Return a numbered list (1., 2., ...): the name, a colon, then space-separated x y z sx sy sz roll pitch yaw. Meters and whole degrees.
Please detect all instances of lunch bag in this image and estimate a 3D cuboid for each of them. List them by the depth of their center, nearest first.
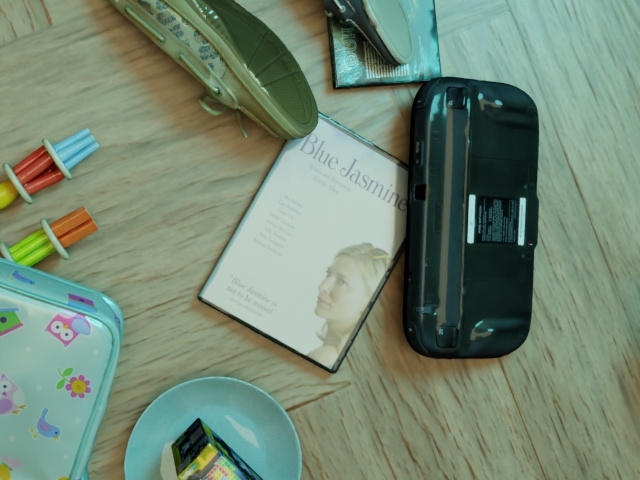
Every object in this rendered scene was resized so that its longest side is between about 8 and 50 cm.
1. lunch bag: -0.329 0.167 1.117 0.224 0.108 0.279 18 100 -15

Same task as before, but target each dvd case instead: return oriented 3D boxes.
1. dvd case: 0.000 0.000 1.226 0.180 0.022 0.253 30 86 -7

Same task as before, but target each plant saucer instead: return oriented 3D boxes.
1. plant saucer: -0.119 0.246 1.201 0.195 0.037 0.195 0 90 -8

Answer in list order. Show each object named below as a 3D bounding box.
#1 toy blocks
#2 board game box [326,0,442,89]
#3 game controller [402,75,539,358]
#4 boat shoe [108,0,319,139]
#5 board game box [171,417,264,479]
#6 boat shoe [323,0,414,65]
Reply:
1. toy blocks: -0.289 -0.043 1.167 0.148 0.054 0.123 -33 94 -7
2. board game box: 0.068 -0.270 1.233 0.126 0.026 0.186 -5 91 -8
3. game controller: 0.175 -0.024 1.228 0.166 0.067 0.319 3 91 -34
4. boat shoe: -0.118 -0.211 1.179 0.285 0.104 0.089 48 121 -1
5. board game box: -0.085 0.255 1.102 0.141 0.170 0.048 44 83 -7
6. boat shoe: 0.031 -0.277 1.195 0.065 0.075 0.206 -26 103 36
